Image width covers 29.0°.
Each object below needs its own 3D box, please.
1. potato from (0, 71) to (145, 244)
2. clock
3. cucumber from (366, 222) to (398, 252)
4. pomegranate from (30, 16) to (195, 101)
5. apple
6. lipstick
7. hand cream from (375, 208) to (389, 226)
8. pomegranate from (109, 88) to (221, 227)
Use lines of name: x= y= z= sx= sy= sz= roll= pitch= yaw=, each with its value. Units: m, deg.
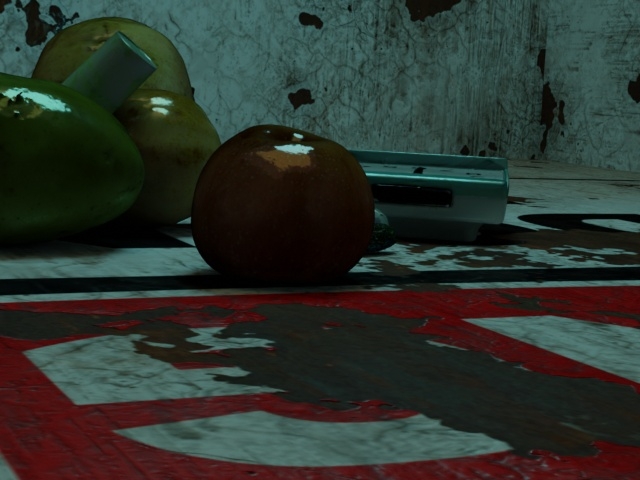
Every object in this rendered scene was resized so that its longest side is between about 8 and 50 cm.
potato: x=-0.362 y=-0.093 z=1.441 sx=0.304 sy=0.215 sz=0.216 roll=10 pitch=3 yaw=-29
clock: x=0.138 y=-0.058 z=1.788 sx=0.262 sy=0.116 sz=0.231 roll=3 pitch=12 yaw=8
cucumber: x=0.000 y=-0.001 z=1.490 sx=0.257 sy=0.043 sz=0.044 roll=-2 pitch=14 yaw=-39
pomegranate: x=-0.342 y=-0.216 z=2.028 sx=0.322 sy=0.322 sz=0.322 roll=3 pitch=7 yaw=0
apple: x=-0.042 y=-0.040 z=1.305 sx=0.201 sy=0.162 sz=0.201 roll=4 pitch=5 yaw=0
lipstick: x=-0.341 y=-0.140 z=1.581 sx=0.076 sy=0.304 sz=0.076 roll=45 pitch=8 yaw=-8
hand cream: x=-0.015 y=-0.016 z=1.566 sx=0.255 sy=0.048 sz=0.079 roll=-5 pitch=-17 yaw=-46
pomegranate: x=-0.235 y=-0.107 z=1.665 sx=0.207 sy=0.207 sz=0.207 roll=3 pitch=7 yaw=0
